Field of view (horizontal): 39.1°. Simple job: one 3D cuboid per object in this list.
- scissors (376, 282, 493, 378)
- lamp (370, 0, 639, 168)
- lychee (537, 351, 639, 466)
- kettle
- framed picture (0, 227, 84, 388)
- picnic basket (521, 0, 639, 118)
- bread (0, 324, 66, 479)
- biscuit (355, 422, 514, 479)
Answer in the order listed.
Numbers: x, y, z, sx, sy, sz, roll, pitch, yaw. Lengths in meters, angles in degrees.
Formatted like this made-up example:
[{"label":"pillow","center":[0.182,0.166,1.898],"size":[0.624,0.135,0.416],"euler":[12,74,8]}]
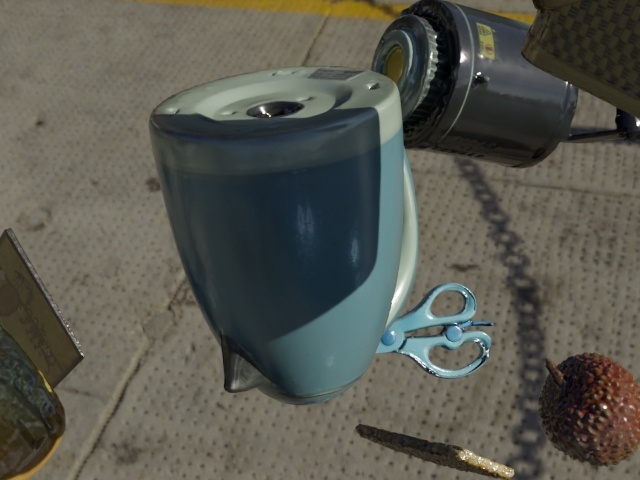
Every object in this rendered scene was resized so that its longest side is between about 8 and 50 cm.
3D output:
[{"label":"scissors","center":[0.130,0.184,1.662],"size":[0.393,0.180,0.032],"euler":[-8,2,-10]},{"label":"lamp","center":[0.210,-0.214,1.232],"size":[0.374,0.272,0.205],"euler":[-6,79,42]},{"label":"lychee","center":[0.399,0.247,1.345],"size":[0.197,0.165,0.165],"euler":[33,43,-17]},{"label":"kettle","center":[0.000,0.000,0.963],"size":[0.319,0.342,0.247],"euler":[-28,31,-37]},{"label":"framed picture","center":[-0.539,0.155,1.610],"size":[0.014,0.339,0.255],"euler":[-27,82,-40]},{"label":"picnic basket","center":[0.274,-0.150,0.550],"size":[0.267,0.139,0.165],"euler":[31,55,15]},{"label":"bread","center":[-0.467,0.256,1.323],"size":[0.163,0.204,0.262],"euler":[-13,35,21]},{"label":"biscuit","center":[0.169,0.327,1.389],"size":[0.237,0.131,0.026],"euler":[-2,63,51]}]
